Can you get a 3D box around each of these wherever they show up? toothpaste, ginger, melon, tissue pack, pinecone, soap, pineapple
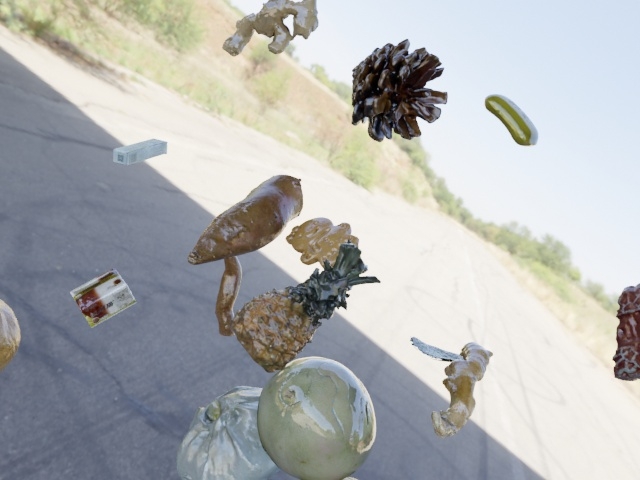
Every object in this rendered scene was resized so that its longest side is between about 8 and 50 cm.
[{"bbox_3d":[-0.429,-0.214,1.451,0.046,0.034,0.164,15,23,15],"label":"toothpaste"},{"bbox_3d":[0.275,0.289,1.201,0.089,0.075,0.288,12,34,27],"label":"ginger"},{"bbox_3d":[-0.114,-0.499,1.414,0.149,0.259,0.065,60,15,9],"label":"ginger"},{"bbox_3d":[-0.012,0.400,1.353,0.268,0.268,0.330,42,-14,34],"label":"melon"},{"bbox_3d":[-0.653,0.171,1.818,0.106,0.149,0.099,37,-31,42],"label":"tissue pack"},{"bbox_3d":[0.157,-0.302,1.244,0.201,0.229,0.202,6,-49,30],"label":"pinecone"},{"bbox_3d":[0.388,-0.245,1.222,0.089,0.045,0.140,-8,58,-54],"label":"soap"},{"bbox_3d":[-0.023,0.101,0.990,0.128,0.248,0.128,51,-10,13],"label":"pineapple"}]

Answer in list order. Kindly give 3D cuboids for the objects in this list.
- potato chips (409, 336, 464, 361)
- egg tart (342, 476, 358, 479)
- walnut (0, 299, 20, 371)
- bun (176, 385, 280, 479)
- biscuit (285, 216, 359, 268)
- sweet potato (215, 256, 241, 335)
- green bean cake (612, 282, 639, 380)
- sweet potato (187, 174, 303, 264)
[{"bbox_3d":[0.260,0.250,1.355,0.142,0.026,0.209,26,1,3],"label":"potato chips"},{"bbox_3d":[0.026,0.844,1.571,0.178,0.443,0.443,41,8,-17],"label":"egg tart"},{"bbox_3d":[-0.601,0.162,0.972,0.195,0.222,0.195,54,12,-17],"label":"walnut"},{"bbox_3d":[-0.219,0.509,1.588,0.194,0.354,0.354,62,2,-16],"label":"bun"},{"bbox_3d":[0.005,-0.003,1.308,0.184,0.133,0.027,52,-9,52],"label":"biscuit"},{"bbox_3d":[-0.271,0.142,1.787,0.067,0.281,0.059,4,9,-21],"label":"sweet potato"},{"bbox_3d":[0.813,0.217,1.486,0.097,0.198,0.232,16,64,-33],"label":"green bean cake"},{"bbox_3d":[-0.162,-0.031,1.358,0.131,0.131,0.336,37,48,9],"label":"sweet potato"}]
